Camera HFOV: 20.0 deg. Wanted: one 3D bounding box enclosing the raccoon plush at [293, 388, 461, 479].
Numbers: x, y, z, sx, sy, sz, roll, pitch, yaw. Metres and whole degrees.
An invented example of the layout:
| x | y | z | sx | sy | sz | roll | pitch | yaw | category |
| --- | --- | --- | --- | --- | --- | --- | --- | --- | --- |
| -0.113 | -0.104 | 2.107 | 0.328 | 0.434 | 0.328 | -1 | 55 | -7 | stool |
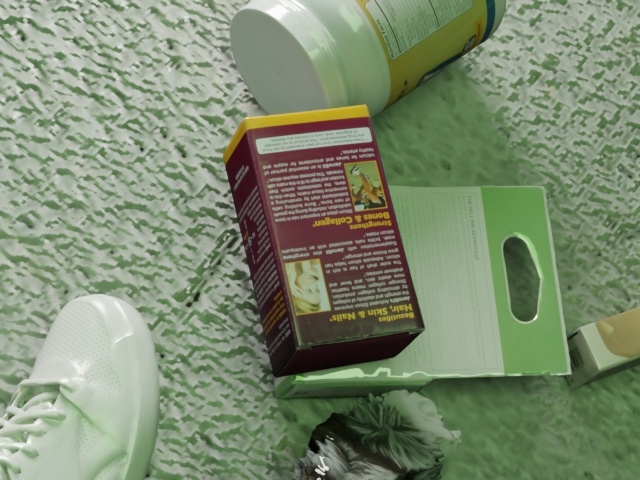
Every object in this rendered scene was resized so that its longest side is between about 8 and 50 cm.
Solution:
| x | y | z | sx | sy | sz | roll | pitch | yaw | category |
| --- | --- | --- | --- | --- | --- | --- | --- | --- | --- |
| -0.027 | 0.331 | 1.308 | 0.216 | 0.299 | 0.446 | 38 | 30 | 16 | raccoon plush |

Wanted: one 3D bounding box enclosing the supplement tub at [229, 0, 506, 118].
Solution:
| x | y | z | sx | sy | sz | roll | pitch | yaw | category |
| --- | --- | --- | --- | --- | --- | --- | --- | --- | --- |
| 0.039 | -0.185 | 1.500 | 0.200 | 0.144 | 0.144 | -35 | 83 | -25 | supplement tub |

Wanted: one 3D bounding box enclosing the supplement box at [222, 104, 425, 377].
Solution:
| x | y | z | sx | sy | sz | roll | pitch | yaw | category |
| --- | --- | --- | --- | --- | --- | --- | --- | --- | --- |
| 0.000 | 0.000 | 1.394 | 0.104 | 0.081 | 0.188 | -8 | 73 | -18 | supplement box |

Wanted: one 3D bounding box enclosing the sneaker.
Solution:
| x | y | z | sx | sy | sz | roll | pitch | yaw | category |
| --- | --- | --- | --- | --- | --- | --- | --- | --- | --- |
| -0.213 | 0.152 | 1.277 | 0.169 | 0.108 | 0.292 | 35 | 56 | -47 | sneaker |

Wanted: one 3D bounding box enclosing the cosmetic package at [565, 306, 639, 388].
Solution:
| x | y | z | sx | sy | sz | roll | pitch | yaw | category |
| --- | --- | --- | --- | --- | --- | --- | --- | --- | --- |
| 0.259 | 0.082 | 1.514 | 0.115 | 0.060 | 0.041 | -17 | 76 | -24 | cosmetic package |

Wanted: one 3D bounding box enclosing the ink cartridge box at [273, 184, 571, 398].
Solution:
| x | y | z | sx | sy | sz | roll | pitch | yaw | category |
| --- | --- | --- | --- | --- | --- | --- | --- | --- | --- |
| 0.075 | 0.039 | 1.475 | 0.235 | 0.056 | 0.171 | 1 | 70 | -18 | ink cartridge box |
